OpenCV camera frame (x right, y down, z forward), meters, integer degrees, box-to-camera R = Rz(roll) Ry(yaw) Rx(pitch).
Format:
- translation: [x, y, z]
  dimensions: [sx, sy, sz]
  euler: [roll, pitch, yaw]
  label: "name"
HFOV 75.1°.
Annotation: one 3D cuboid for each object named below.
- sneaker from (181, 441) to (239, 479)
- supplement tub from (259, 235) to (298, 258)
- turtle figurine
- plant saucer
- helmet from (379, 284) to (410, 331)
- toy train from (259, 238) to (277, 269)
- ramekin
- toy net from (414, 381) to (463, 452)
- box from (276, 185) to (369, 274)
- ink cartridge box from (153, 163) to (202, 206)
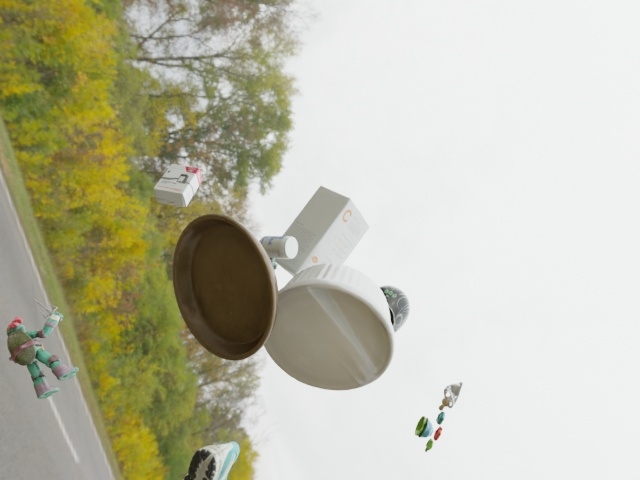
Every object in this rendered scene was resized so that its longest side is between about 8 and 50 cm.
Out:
- translation: [-0.289, 0.625, 1.059]
  dimensions: [0.107, 0.110, 0.275]
  euler: [41, -70, 30]
  label: "sneaker"
- translation: [-0.132, 0.021, 1.286]
  dimensions: [0.107, 0.071, 0.070]
  euler: [0, -76, 31]
  label: "supplement tub"
- translation: [-0.739, 0.281, 1.079]
  dimensions: [0.175, 0.118, 0.234]
  euler: [-45, -104, 22]
  label: "turtle figurine"
- translation: [-0.180, 0.086, 0.784]
  dimensions: [0.278, 0.041, 0.277]
  euler: [6, -79, 34]
  label: "plant saucer"
- translation: [0.233, 0.239, 1.453]
  dimensions: [0.170, 0.162, 0.169]
  euler: [11, -70, 31]
  label: "helmet"
- translation: [-0.246, 0.159, 1.422]
  dimensions: [0.190, 0.142, 0.333]
  euler: [117, -6, -67]
  label: "toy train"
- translation: [0.023, 0.170, 0.869]
  dimensions: [0.273, 0.127, 0.272]
  euler: [7, -61, 12]
  label: "ramekin"
- translation: [0.368, 0.533, 1.293]
  dimensions: [0.045, 0.122, 0.232]
  euler: [29, -81, 9]
  label: "toy net"
- translation: [0.000, 0.000, 1.615]
  dimensions: [0.168, 0.345, 0.215]
  euler: [29, -12, 38]
  label: "box"
- translation: [-0.502, -0.196, 1.471]
  dimensions: [0.063, 0.109, 0.150]
  euler: [96, 6, -46]
  label: "ink cartridge box"
